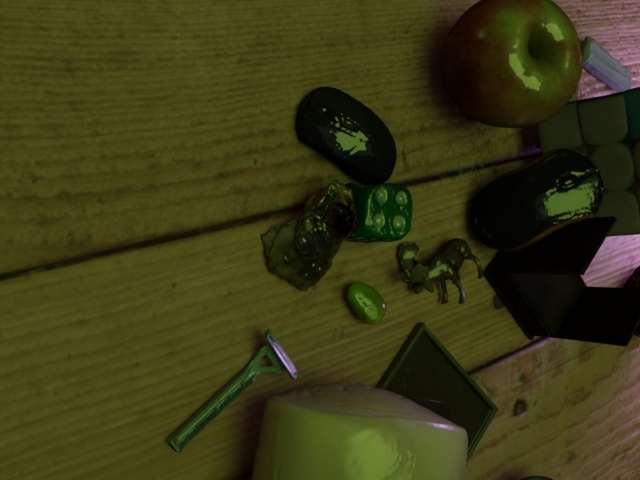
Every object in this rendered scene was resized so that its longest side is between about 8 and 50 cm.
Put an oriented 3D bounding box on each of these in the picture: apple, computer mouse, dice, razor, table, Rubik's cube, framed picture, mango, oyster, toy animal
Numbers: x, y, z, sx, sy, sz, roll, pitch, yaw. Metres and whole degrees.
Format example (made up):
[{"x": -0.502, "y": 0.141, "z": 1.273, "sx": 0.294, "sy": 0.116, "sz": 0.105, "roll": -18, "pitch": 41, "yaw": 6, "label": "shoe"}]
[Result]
[{"x": 0.428, "y": -0.409, "z": 1.625, "sx": 0.318, "sy": 0.277, "sz": 0.320, "roll": 4, "pitch": 81, "yaw": -24, "label": "apple"}, {"x": 0.073, "y": -0.218, "z": 1.498, "sx": 0.269, "sy": 0.086, "sz": 0.138, "roll": 34, "pitch": 71, "yaw": -26, "label": "computer mouse"}, {"x": 0.110, "y": -0.058, "z": 1.490, "sx": 0.128, "sy": 0.131, "sz": 0.120, "roll": 5, "pitch": 86, "yaw": -32, "label": "dice"}, {"x": -0.177, "y": 0.297, "z": 1.352, "sx": 0.277, "sy": 0.056, "sz": 0.111, "roll": -38, "pitch": 110, "yaw": -20, "label": "razor"}, {"x": 0.605, "y": 0.101, "z": 1.714, "sx": 0.196, "sy": 0.282, "sz": 0.251, "roll": -47, "pitch": 113, "yaw": -25, "label": "table"}, {"x": 0.792, "y": -0.205, "z": 1.775, "sx": 0.344, "sy": 0.346, "sz": 0.347, "roll": -14, "pitch": 98, "yaw": -45, "label": "Rubik's cube"}, {"x": 0.267, "y": 0.392, "z": 1.645, "sx": 0.335, "sy": 0.022, "sz": 0.247, "roll": 47, "pitch": 66, "yaw": -23, "label": "framed picture"}, {"x": 0.097, "y": 0.134, "z": 1.522, "sx": 0.108, "sy": 0.056, "sz": 0.073, "roll": 44, "pitch": 61, "yaw": -21, "label": "mango"}, {"x": -0.005, "y": -0.013, "z": 1.421, "sx": 0.161, "sy": 0.107, "sz": 0.233, "roll": 33, "pitch": 88, "yaw": -36, "label": "oyster"}, {"x": 0.267, "y": 0.063, "z": 1.623, "sx": 0.214, "sy": 0.093, "sz": 0.186, "roll": -47, "pitch": 117, "yaw": -32, "label": "toy animal"}, {"x": 0.507, "y": -0.093, "z": 1.666, "sx": 0.323, "sy": 0.116, "sz": 0.183, "roll": -28, "pitch": 79, "yaw": 11, "label": "computer mouse"}]

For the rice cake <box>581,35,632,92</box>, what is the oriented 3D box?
[{"x": 0.813, "y": -0.492, "z": 2.006, "sx": 0.221, "sy": 0.042, "sz": 0.080, "roll": 24, "pitch": 72, "yaw": -29, "label": "rice cake"}]

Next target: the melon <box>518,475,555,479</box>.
[{"x": 0.485, "y": 0.681, "z": 1.687, "sx": 0.287, "sy": 0.182, "sz": 0.182, "roll": -28, "pitch": 104, "yaw": -28, "label": "melon"}]

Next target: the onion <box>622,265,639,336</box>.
[{"x": 0.980, "y": 0.184, "z": 2.000, "sx": 0.207, "sy": 0.206, "sz": 0.216, "roll": -33, "pitch": 105, "yaw": -29, "label": "onion"}]

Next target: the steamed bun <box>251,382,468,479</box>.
[{"x": 0.095, "y": 0.476, "z": 1.362, "sx": 0.455, "sy": 0.289, "sz": 0.372, "roll": 14, "pitch": 85, "yaw": -32, "label": "steamed bun"}]
